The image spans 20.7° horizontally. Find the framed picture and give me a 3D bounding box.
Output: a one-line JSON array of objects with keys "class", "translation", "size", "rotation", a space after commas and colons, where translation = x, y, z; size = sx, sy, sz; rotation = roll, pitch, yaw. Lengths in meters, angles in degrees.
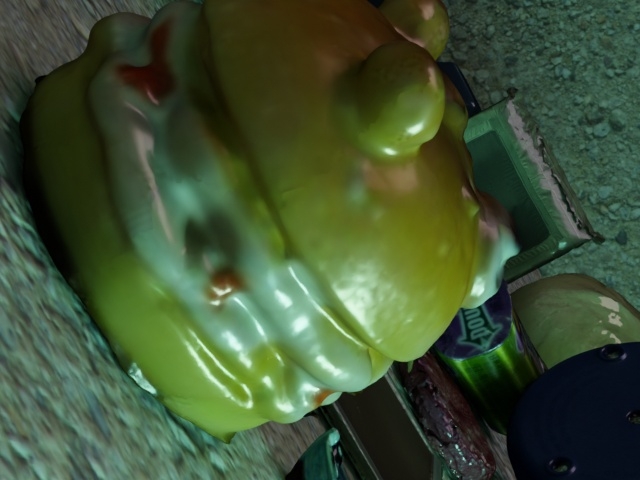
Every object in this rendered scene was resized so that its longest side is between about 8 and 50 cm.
[{"class": "framed picture", "translation": [0.041, 0.141, 1.425], "size": [0.217, 0.017, 0.274], "rotation": [61, 10, -6]}]

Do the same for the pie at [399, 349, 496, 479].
[{"class": "pie", "translation": [0.121, 0.169, 1.684], "size": [0.154, 0.036, 0.154], "rotation": [56, 11, -17]}]

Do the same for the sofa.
[{"class": "sofa", "translation": [0.185, -0.035, 2.024], "size": [0.210, 0.225, 0.176], "rotation": [60, 13, 5]}]

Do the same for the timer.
[{"class": "timer", "translation": [0.352, 0.330, 1.859], "size": [0.270, 0.270, 0.383], "rotation": [-102, 180, -58]}]

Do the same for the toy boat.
[{"class": "toy boat", "translation": [0.030, 0.184, 1.127], "size": [0.137, 0.061, 0.060], "rotation": [59, 10, -7]}]

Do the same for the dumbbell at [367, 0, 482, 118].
[{"class": "dumbbell", "translation": [0.108, -0.215, 2.350], "size": [0.144, 0.156, 0.316], "rotation": [33, -4, 27]}]

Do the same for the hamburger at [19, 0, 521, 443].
[{"class": "hamburger", "translation": [-0.015, -0.036, 1.022], "size": [0.276, 0.237, 0.276], "rotation": [57, 14, -22]}]

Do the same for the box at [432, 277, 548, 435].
[{"class": "box", "translation": [0.180, 0.108, 1.873], "size": [0.345, 0.097, 0.134], "rotation": [54, 14, -66]}]

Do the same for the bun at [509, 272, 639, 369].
[{"class": "bun", "translation": [0.417, 0.198, 2.603], "size": [0.364, 0.202, 0.364], "rotation": [58, 13, -22]}]

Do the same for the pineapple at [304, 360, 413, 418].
[{"class": "pineapple", "translation": [0.000, 0.000, 1.239], "size": [0.186, 0.236, 0.114], "rotation": [23, -6, 17]}]
